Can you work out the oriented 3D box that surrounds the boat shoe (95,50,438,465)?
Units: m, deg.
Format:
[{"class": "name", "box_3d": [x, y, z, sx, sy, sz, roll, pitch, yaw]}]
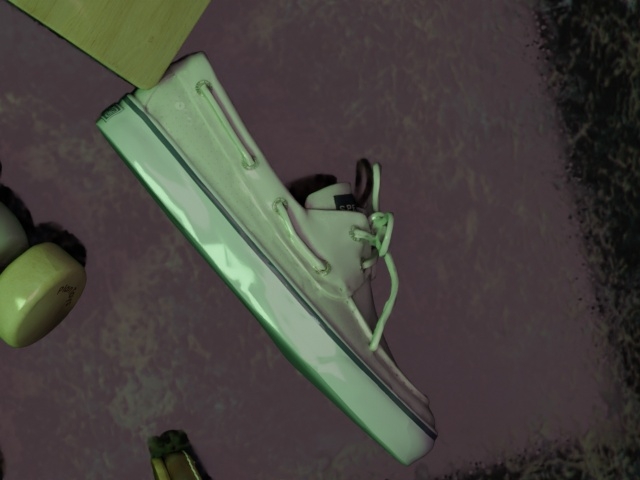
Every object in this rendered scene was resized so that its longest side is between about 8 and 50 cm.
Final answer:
[{"class": "boat shoe", "box_3d": [-0.002, -0.001, 1.505, 0.156, 0.136, 0.367, -40, 88, -5]}]

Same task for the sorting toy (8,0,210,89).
[{"class": "sorting toy", "box_3d": [-0.173, -0.291, 1.452, 0.255, 0.089, 0.257, 33, 88, -20]}]

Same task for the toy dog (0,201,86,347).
[{"class": "toy dog", "box_3d": [-0.327, 0.079, 1.433, 0.220, 0.161, 0.333, 21, 88, 20]}]

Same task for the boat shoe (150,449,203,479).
[{"class": "boat shoe", "box_3d": [-0.073, 0.257, 1.541, 0.073, 0.073, 0.207, -23, 104, -6]}]
